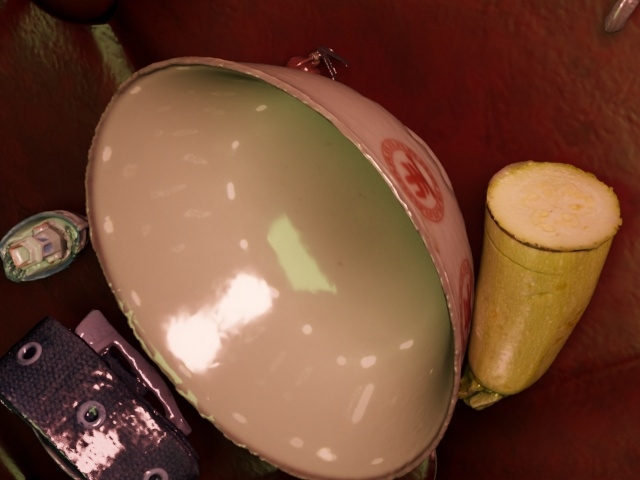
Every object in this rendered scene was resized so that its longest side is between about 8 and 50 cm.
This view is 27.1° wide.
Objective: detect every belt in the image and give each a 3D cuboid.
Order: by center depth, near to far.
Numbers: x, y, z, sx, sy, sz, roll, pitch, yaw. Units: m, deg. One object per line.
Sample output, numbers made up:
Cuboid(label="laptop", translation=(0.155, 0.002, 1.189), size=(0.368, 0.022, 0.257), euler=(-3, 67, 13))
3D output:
Cuboid(label="belt", translation=(-0.207, 0.164, 1.268), size=(0.218, 0.128, 0.122), euler=(46, 163, 6))

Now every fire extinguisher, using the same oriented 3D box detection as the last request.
Cuboid(label="fire extinguisher", translation=(-0.045, -0.103, 1.036), size=(0.173, 0.049, 0.035), euler=(-44, 41, 43))

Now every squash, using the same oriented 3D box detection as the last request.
Cuboid(label="squash", translation=(0.138, 0.050, 0.960), size=(0.094, 0.094, 0.224), euler=(32, 136, 19))

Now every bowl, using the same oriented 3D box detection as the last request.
Cuboid(label="bowl", translation=(0.000, 0.000, 0.977), size=(0.337, 0.157, 0.337), euler=(23, 130, 31))

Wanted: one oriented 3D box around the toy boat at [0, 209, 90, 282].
Cuboid(label="toy boat", translation=(-0.266, 0.006, 1.256), size=(0.140, 0.066, 0.059), euler=(-20, 97, 42))

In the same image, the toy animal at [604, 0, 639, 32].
Cuboid(label="toy animal", translation=(0.202, -0.223, 0.727), size=(0.082, 0.137, 0.269), euler=(33, 170, 15))
